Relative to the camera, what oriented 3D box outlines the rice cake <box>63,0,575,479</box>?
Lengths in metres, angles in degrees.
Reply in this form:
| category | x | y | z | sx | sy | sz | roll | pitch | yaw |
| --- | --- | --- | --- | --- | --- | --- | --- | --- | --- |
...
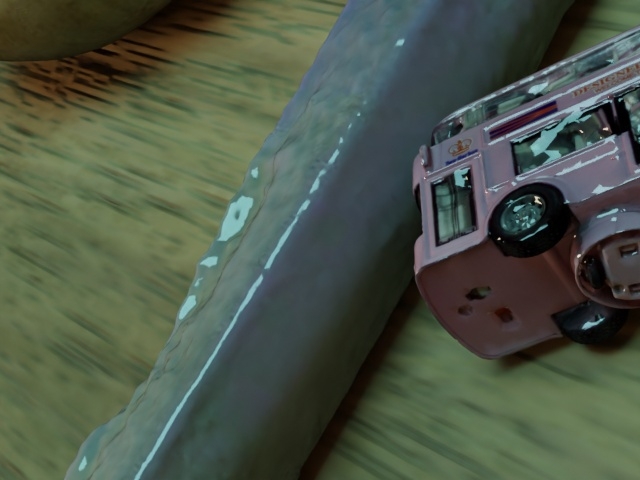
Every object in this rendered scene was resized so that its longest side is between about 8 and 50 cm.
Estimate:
| category | x | y | z | sx | sy | sz | roll | pitch | yaw |
| --- | --- | --- | --- | --- | --- | --- | --- | --- | --- |
| rice cake | 0.000 | 0.001 | 0.493 | 0.064 | 0.070 | 0.399 | 7 | 61 | 52 |

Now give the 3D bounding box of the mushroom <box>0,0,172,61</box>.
| category | x | y | z | sx | sy | sz | roll | pitch | yaw |
| --- | --- | --- | --- | --- | --- | --- | --- | --- | --- |
| mushroom | -0.166 | -0.189 | 0.705 | 0.254 | 0.188 | 0.195 | -1 | 11 | 19 |

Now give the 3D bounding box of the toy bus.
| category | x | y | z | sx | sy | sz | roll | pitch | yaw |
| --- | --- | --- | --- | --- | --- | --- | --- | --- | --- |
| toy bus | 0.126 | -0.031 | 0.423 | 0.203 | 0.063 | 0.090 | -23 | 40 | 21 |
